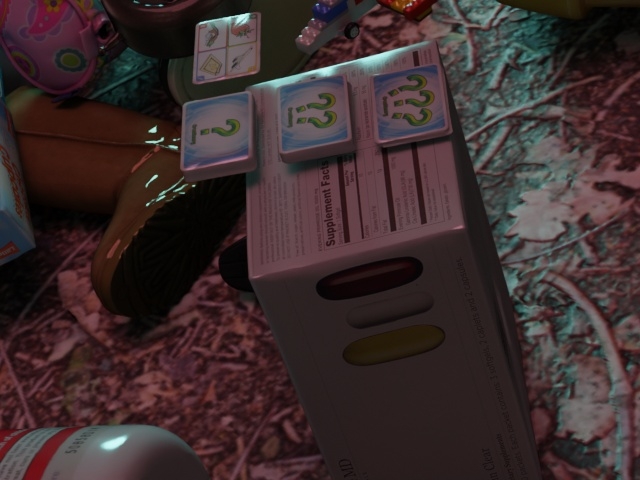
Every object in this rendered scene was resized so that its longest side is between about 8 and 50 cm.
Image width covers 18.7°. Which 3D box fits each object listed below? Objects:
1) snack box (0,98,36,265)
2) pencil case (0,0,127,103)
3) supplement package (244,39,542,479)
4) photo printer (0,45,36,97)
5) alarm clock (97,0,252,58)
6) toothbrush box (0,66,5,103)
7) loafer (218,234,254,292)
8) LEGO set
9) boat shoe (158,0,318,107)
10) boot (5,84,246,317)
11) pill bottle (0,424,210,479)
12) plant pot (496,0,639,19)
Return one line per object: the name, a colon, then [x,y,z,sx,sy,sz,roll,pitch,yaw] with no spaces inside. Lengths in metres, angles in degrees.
snack box: [-0.404,0.003,1.668,0.322,0.060,0.187,-27,43,8]
pencil case: [-0.183,-0.241,1.820,0.124,0.124,0.284,7,33,28]
supplement package: [0.051,0.034,1.367,0.145,0.262,0.204,-13,41,9]
photo printer: [-0.357,-0.254,1.953,0.307,0.107,0.256,3,49,24]
alarm clock: [-0.107,-0.228,1.674,0.192,0.064,0.129,-13,57,2]
toothbrush box: [-0.427,-0.225,1.800,0.216,0.126,0.295,-22,58,13]
loafer: [0.000,0.000,1.589,0.170,0.062,0.061,-13,20,4]
LEGO set: [-0.008,-0.148,1.348,0.182,0.060,0.244,-10,40,7]
boat shoe: [-0.058,-0.239,1.806,0.113,0.127,0.340,12,54,38]
boot: [-0.209,-0.037,1.690,0.269,0.089,0.236,11,40,31]
pill bottle: [-0.284,0.244,1.310,0.408,0.229,0.229,-4,44,18]
plant pot: [0.289,-0.302,1.658,0.239,0.254,0.254,14,50,13]
